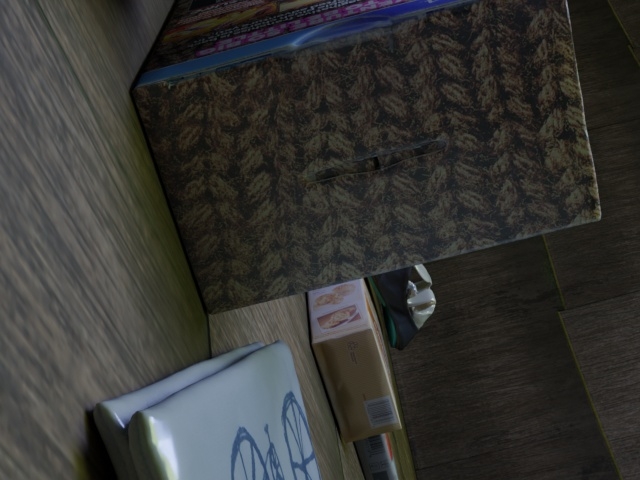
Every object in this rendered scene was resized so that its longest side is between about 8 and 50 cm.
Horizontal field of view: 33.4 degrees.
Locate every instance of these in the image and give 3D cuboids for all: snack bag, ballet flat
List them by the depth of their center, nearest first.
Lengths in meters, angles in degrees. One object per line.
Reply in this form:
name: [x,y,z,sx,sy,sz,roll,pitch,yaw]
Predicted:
snack bag: [-0.011,0.221,0.505,0.323,0.037,0.342,7,69,-85]
ballet flat: [0.099,0.066,1.246,0.203,0.074,0.074,70,8,-53]

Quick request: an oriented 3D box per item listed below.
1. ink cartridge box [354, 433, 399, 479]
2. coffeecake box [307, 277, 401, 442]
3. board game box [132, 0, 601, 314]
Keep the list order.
ink cartridge box: [0.063,0.223,1.378,0.179,0.045,0.145,-92,168,-57]
coffeecake box: [0.033,0.107,1.196,0.185,0.068,0.142,-98,171,-59]
board game box: [0.026,-0.102,0.702,0.291,0.232,0.141,-92,167,-66]
